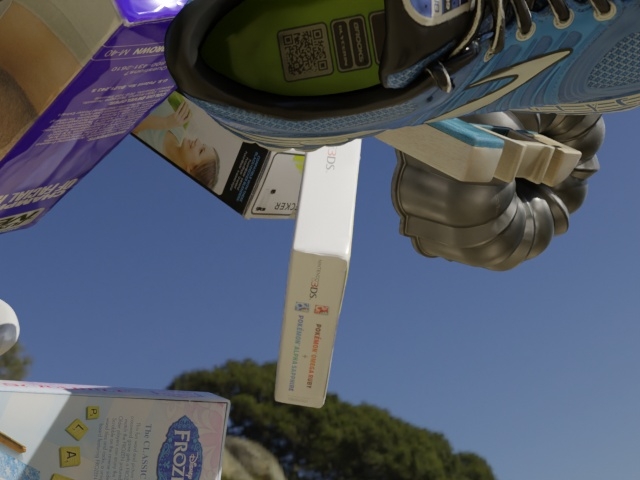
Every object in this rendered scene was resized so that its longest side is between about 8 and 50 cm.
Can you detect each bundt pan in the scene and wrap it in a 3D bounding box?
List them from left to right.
[{"bbox_3d":[0.245,-0.105,1.263,0.330,0.124,0.331,-23,-54,-35],"label":"bundt pan"}]

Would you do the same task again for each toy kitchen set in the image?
[{"bbox_3d":[0.180,-0.154,0.999,0.207,0.122,0.166,-1,-64,-49],"label":"toy kitchen set"}]

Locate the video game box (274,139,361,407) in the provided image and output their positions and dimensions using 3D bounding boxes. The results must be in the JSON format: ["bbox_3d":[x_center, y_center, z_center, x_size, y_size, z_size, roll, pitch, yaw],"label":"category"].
[{"bbox_3d":[0.000,0.000,0.815,0.048,0.205,0.187,9,-44,-2],"label":"video game box"}]

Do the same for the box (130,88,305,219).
[{"bbox_3d":[-0.115,-0.129,1.176,0.169,0.290,0.087,1,-61,-52],"label":"box"}]

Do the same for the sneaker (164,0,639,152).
[{"bbox_3d":[0.080,-0.108,0.463,0.329,0.130,0.147,-15,4,14],"label":"sneaker"}]

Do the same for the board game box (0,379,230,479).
[{"bbox_3d":[-0.250,0.278,0.831,0.317,0.319,0.066,8,-3,-23],"label":"board game box"}]

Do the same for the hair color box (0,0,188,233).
[{"bbox_3d":[-0.208,-0.142,0.675,0.110,0.185,0.339,-20,-9,-43],"label":"hair color box"}]

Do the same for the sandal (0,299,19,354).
[{"bbox_3d":[-0.614,0.149,1.375,0.416,0.169,0.102,-4,-52,1],"label":"sandal"}]
